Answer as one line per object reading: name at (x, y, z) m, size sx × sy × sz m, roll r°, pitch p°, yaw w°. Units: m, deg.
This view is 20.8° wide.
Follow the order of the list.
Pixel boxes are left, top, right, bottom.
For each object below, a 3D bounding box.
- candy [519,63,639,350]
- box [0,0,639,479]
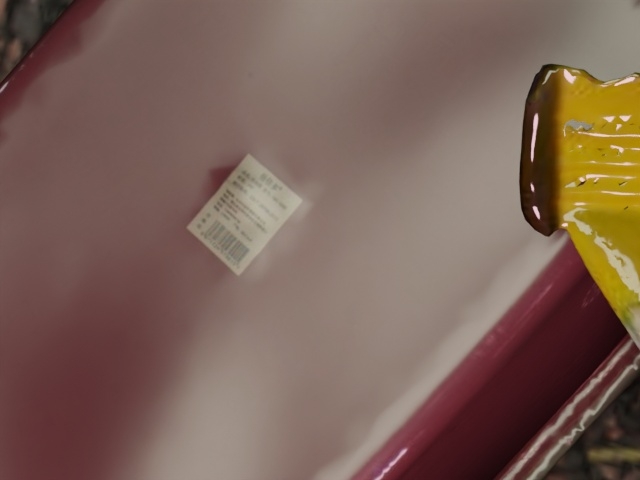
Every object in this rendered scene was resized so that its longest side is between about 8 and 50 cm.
candy at (0.142, 0.087, 0.473) m, size 0.187 × 0.081 × 0.297 m, roll -1°, pitch 122°, yaw -1°
box at (0.000, 0.000, 0.544) m, size 0.193 × 0.167 × 0.294 m, roll 43°, pitch 95°, yaw 14°
